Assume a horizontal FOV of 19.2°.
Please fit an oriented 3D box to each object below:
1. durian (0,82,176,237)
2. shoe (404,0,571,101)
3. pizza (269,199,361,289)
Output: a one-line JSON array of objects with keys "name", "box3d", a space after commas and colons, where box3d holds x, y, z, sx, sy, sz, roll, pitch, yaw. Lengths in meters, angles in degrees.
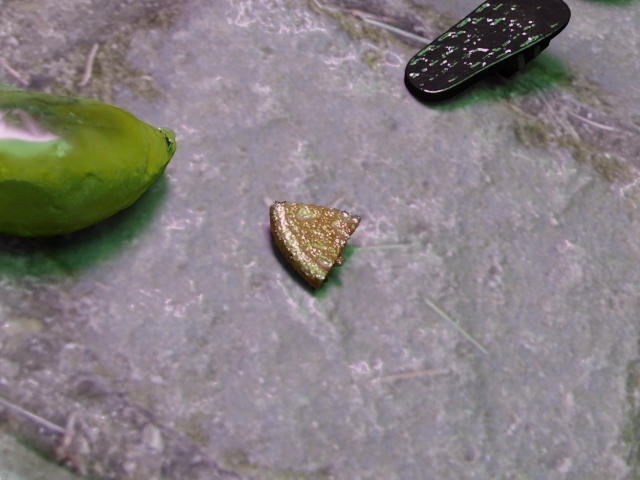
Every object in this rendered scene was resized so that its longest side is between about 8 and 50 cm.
[{"name": "durian", "box3d": [-0.225, -0.071, 1.471, 0.250, 0.101, 0.139, 6, 48, -19]}, {"name": "shoe", "box3d": [0.153, -0.175, 1.771, 0.179, 0.049, 0.071, -33, 62, -20]}, {"name": "pizza", "box3d": [-0.001, 0.000, 1.557, 0.078, 0.025, 0.083, -17, 65, -28]}]
